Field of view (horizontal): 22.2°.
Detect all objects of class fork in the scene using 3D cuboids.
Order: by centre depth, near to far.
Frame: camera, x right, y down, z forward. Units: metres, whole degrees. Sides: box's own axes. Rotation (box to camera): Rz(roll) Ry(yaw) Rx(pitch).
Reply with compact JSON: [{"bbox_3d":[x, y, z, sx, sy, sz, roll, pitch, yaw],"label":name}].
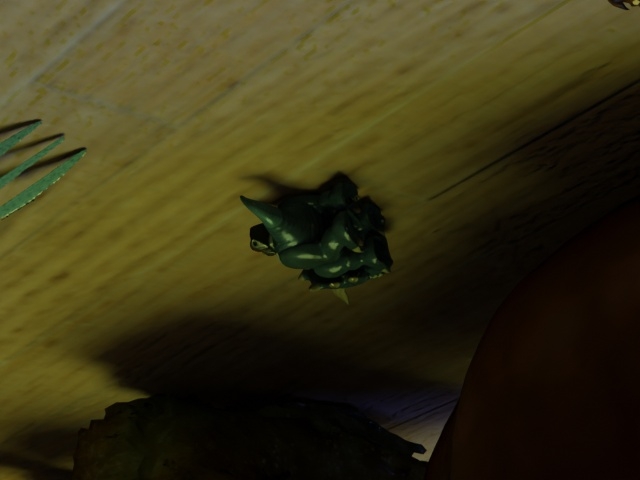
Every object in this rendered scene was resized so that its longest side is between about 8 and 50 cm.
[{"bbox_3d":[-0.197,0.000,0.655,0.235,0.021,0.039,-16,150,24],"label":"fork"}]

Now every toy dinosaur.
[{"bbox_3d":[0.000,0.000,0.674,0.047,0.030,0.083,-17,152,22],"label":"toy dinosaur"}]

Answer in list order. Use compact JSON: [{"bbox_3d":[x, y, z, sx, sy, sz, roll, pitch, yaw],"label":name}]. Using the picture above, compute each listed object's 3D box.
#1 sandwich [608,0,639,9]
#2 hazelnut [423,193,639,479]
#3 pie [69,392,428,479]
[{"bbox_3d":[0.114,-0.115,0.383,0.159,0.079,0.235,0,156,-9],"label":"sandwich"},{"bbox_3d":[0.227,0.121,0.618,0.409,0.359,0.359,-20,153,11],"label":"hazelnut"},{"bbox_3d":[0.021,0.201,0.796,0.103,0.354,0.288,-49,159,22],"label":"pie"}]
